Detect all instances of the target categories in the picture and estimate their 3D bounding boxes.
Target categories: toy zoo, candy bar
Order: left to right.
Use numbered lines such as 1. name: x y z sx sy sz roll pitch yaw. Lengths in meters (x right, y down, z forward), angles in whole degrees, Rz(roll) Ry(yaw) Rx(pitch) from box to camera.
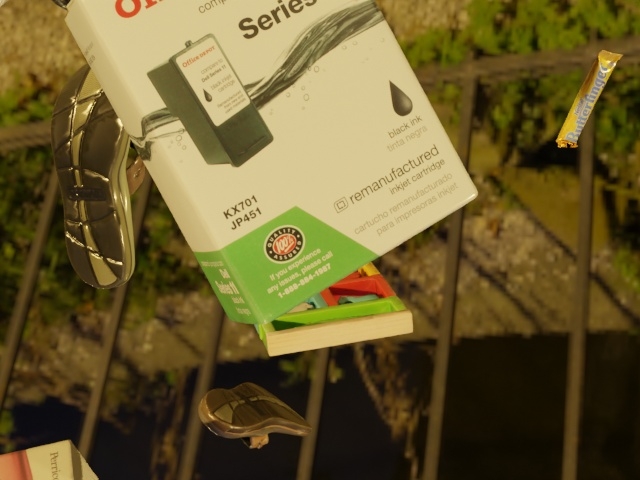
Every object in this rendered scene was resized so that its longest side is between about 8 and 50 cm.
1. toy zoo: -0.005 0.076 1.897 0.192 0.293 0.030 -8 109 -10
2. candy bar: 0.383 -0.202 1.993 0.040 0.018 0.161 3 124 -30

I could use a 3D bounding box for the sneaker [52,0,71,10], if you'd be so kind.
1. sneaker: -0.319 -0.406 1.786 0.109 0.130 0.286 20 160 12

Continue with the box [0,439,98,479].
1. box: -0.341 0.311 1.406 0.232 0.148 0.127 -13 151 -1

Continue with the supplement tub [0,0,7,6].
1. supplement tub: -0.509 -0.401 2.167 0.071 0.107 0.071 4 115 8

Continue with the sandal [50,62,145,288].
1. sandal: -0.279 -0.089 1.808 0.120 0.086 0.302 11 109 28

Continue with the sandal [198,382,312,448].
1. sandal: -0.086 0.220 1.669 0.090 0.060 0.219 39 -167 20

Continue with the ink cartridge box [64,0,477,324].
1. ink cartridge box: -0.030 -0.079 0.795 0.208 0.153 0.087 60 167 -7
